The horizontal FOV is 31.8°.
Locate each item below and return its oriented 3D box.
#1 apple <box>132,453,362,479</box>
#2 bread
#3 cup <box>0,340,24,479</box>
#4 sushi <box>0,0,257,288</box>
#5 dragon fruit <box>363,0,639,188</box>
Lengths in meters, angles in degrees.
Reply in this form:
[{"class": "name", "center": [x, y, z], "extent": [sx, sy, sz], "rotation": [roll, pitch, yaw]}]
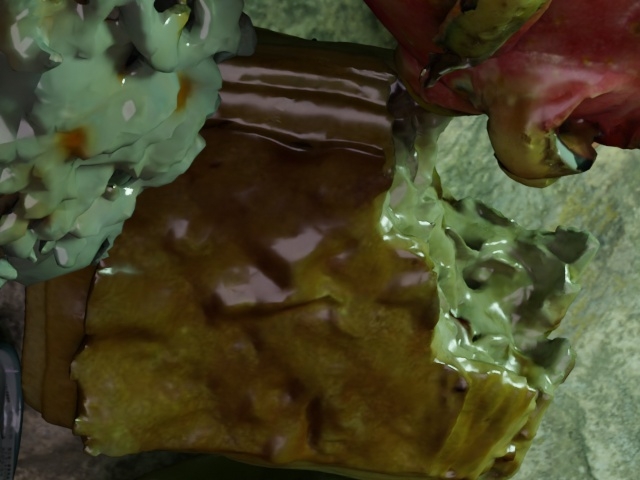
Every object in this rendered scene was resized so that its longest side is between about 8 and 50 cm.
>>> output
[{"class": "apple", "center": [-0.048, 0.305, 0.833], "extent": [0.339, 0.338, 0.305], "rotation": [-9, 116, -1]}, {"class": "bread", "center": [0.000, 0.000, 0.738], "extent": [0.370, 0.191, 0.314], "rotation": [7, 120, -16]}, {"class": "cup", "center": [-0.319, 0.141, 0.800], "extent": [0.173, 0.167, 0.299], "rotation": [6, 104, 0]}, {"class": "sushi", "center": [-0.212, -0.160, 0.508], "extent": [0.417, 0.176, 0.417], "rotation": [11, 111, 33]}, {"class": "dragon fruit", "center": [0.111, -0.162, 0.515], "extent": [0.269, 0.250, 0.291], "rotation": [-22, 130, -24]}]
